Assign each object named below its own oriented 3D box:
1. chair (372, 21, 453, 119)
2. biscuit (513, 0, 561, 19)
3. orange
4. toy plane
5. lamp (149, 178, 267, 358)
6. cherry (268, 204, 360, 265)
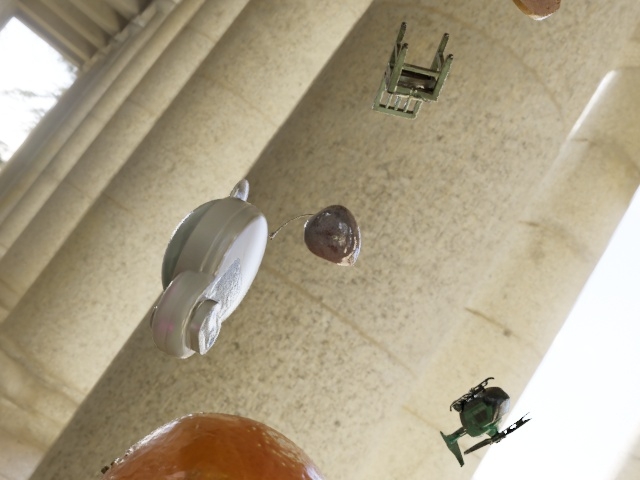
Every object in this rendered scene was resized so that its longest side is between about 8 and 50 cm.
[{"bbox_3d":[0.233,-0.405,1.737,0.136,0.147,0.270,12,-48,-8],"label":"chair"},{"bbox_3d":[0.372,-0.458,1.163,0.140,0.118,0.023,57,-15,-10],"label":"biscuit"},{"bbox_3d":[-0.176,0.418,0.880,0.326,0.424,0.424,50,-8,6],"label":"orange"},{"bbox_3d":[0.256,0.295,1.088,0.096,0.060,0.235,54,-34,18],"label":"toy plane"},{"bbox_3d":[-0.156,0.041,0.886,0.108,0.246,0.179,17,-39,12],"label":"lamp"},{"bbox_3d":[0.004,0.006,1.508,0.148,0.188,0.115,57,-4,-14],"label":"cherry"}]
